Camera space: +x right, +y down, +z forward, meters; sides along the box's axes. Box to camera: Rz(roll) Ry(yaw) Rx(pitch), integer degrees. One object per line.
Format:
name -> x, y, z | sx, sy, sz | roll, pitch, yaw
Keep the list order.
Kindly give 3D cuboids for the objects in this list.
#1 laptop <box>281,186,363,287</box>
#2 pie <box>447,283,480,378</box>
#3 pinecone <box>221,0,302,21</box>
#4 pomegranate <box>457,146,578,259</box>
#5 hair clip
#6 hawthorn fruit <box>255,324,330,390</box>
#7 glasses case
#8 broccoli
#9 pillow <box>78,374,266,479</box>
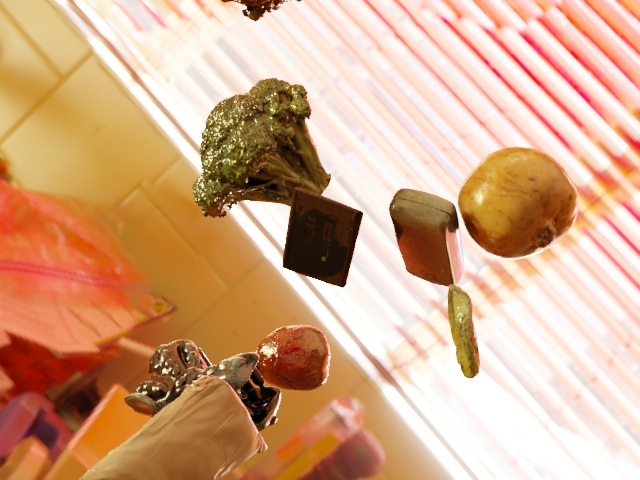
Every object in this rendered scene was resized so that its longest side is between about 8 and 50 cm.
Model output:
laptop -> 0.000, 0.000, 1.635 | 0.135, 0.197, 0.016 | 20, 43, 10
pie -> 0.275, 0.175, 1.706 | 0.187, 0.041, 0.187 | -9, 90, -88
pinecone -> -0.078, -0.377, 1.140 | 0.179, 0.150, 0.195 | -14, 68, -49
pomegranate -> 0.401, -0.073, 1.809 | 0.248, 0.248, 0.248 | 47, 6, -7
hair clip -> -0.233, 0.293, 1.658 | 0.310, 0.206, 0.194 | -1, -52, 50
hawthorn fruit -> -0.088, 0.299, 2.268 | 0.181, 0.235, 0.181 | 178, -90, -77
glasses case -> 0.228, 0.000, 1.868 | 0.131, 0.074, 0.323 | 19, -20, 21
broccoli -> -0.115, -0.169, 1.814 | 0.283, 0.304, 0.321 | 37, -23, -9
pillow -> -0.206, 0.323, 1.300 | 0.067, 0.270, 0.173 | 3, -55, 49
